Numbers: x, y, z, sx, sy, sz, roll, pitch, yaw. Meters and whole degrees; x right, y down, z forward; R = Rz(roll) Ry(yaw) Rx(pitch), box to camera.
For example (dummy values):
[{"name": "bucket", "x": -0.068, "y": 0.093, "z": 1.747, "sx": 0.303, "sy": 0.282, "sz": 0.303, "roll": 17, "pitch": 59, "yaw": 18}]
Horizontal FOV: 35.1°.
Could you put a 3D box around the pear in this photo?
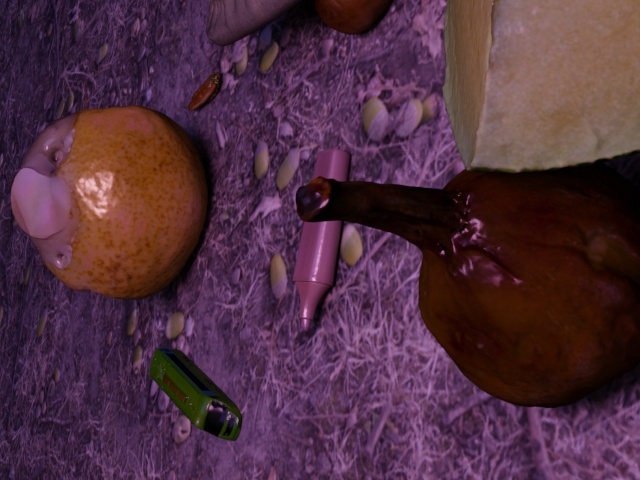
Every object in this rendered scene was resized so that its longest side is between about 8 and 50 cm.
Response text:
[{"name": "pear", "x": -0.273, "y": -0.052, "z": 1.360, "sx": 0.271, "sy": 0.271, "sz": 0.271, "roll": -25, "pitch": 60, "yaw": 52}]

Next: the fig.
[{"name": "fig", "x": 0.124, "y": 0.026, "z": 0.677, "sx": 0.190, "sy": 0.290, "sz": 0.191, "roll": -1, "pitch": 88, "yaw": 33}]

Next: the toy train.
[{"name": "toy train", "x": -0.162, "y": 0.192, "z": 1.266, "sx": 0.209, "sy": 0.042, "sz": 0.044, "roll": 29, "pitch": 105, "yaw": 57}]

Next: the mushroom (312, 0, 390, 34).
[{"name": "mushroom", "x": 0.023, "y": -0.270, "z": 1.107, "sx": 0.129, "sy": 0.072, "sz": 0.088, "roll": 17, "pitch": 129, "yaw": 61}]

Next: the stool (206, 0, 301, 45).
[{"name": "stool", "x": -0.083, "y": -0.416, "z": 1.110, "sx": 0.310, "sy": 0.226, "sz": 0.310, "roll": -17, "pitch": 50, "yaw": 55}]

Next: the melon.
[{"name": "melon", "x": 0.193, "y": -0.227, "z": 0.688, "sx": 0.331, "sy": 0.226, "sz": 0.343, "roll": -42, "pitch": 19, "yaw": 24}]

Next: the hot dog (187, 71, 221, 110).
[{"name": "hot dog", "x": -0.160, "y": -0.208, "z": 1.416, "sx": 0.083, "sy": 0.021, "sz": 0.037, "roll": -30, "pitch": 34, "yaw": 53}]

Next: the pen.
[{"name": "pen", "x": 0.000, "y": 0.000, "z": 1.090, "sx": 0.053, "sy": 0.032, "sz": 0.197, "roll": 0, "pitch": 77, "yaw": 56}]
